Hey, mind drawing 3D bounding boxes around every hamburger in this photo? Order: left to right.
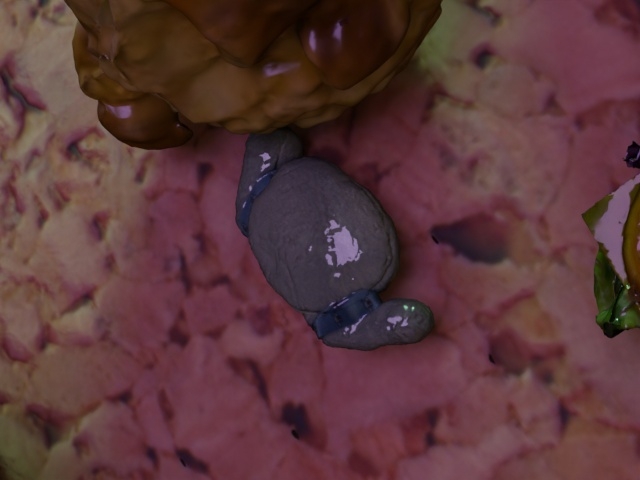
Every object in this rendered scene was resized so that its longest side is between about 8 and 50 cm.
[{"bbox_3d":[0.257,0.007,0.675,0.190,0.093,0.164,-20,73,19],"label":"hamburger"}]

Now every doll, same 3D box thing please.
[{"bbox_3d":[0.000,0.000,0.801,0.103,0.071,0.214,-45,63,11],"label":"doll"}]

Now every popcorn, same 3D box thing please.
[{"bbox_3d":[-0.055,-0.182,0.764,0.332,0.265,0.225,130,142,-52],"label":"popcorn"}]
